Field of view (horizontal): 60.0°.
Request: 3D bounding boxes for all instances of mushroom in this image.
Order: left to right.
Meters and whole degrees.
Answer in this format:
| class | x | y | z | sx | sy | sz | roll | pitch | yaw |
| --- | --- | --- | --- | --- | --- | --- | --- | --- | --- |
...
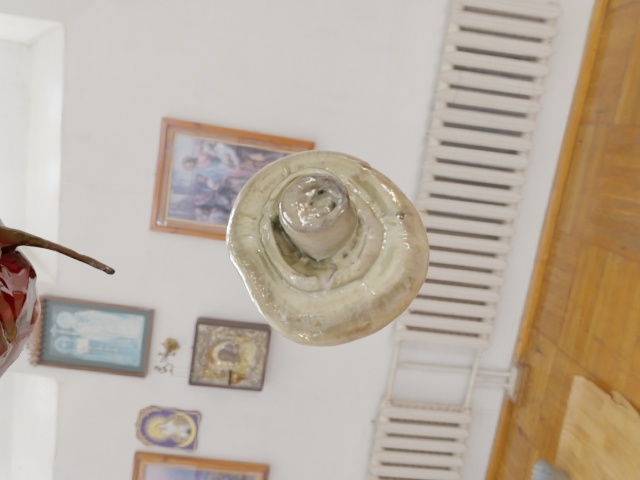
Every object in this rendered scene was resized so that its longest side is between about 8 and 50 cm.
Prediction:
| class | x | y | z | sx | sy | sz | roll | pitch | yaw |
| --- | --- | --- | --- | --- | --- | --- | --- | --- | --- |
| mushroom | 0.000 | 0.000 | 0.680 | 0.234 | 0.260 | 0.254 | 48 | -137 | -69 |

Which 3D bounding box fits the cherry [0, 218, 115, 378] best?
| class | x | y | z | sx | sy | sz | roll | pitch | yaw |
| --- | --- | --- | --- | --- | --- | --- | --- | --- | --- |
| cherry | -0.282 | 0.030 | 0.308 | 0.192 | 0.249 | 0.175 | 45 | -139 | -55 |
